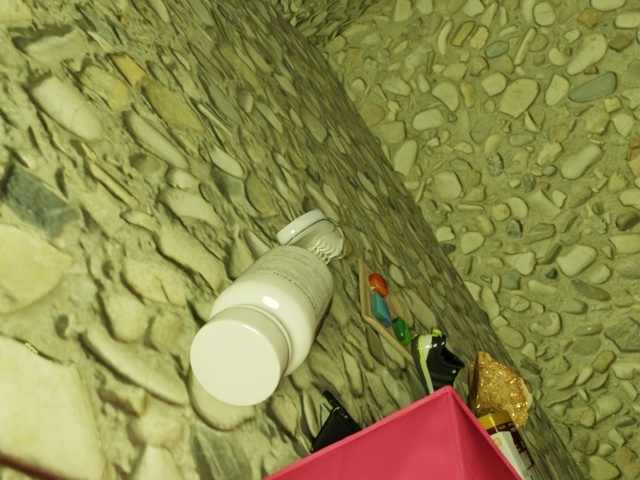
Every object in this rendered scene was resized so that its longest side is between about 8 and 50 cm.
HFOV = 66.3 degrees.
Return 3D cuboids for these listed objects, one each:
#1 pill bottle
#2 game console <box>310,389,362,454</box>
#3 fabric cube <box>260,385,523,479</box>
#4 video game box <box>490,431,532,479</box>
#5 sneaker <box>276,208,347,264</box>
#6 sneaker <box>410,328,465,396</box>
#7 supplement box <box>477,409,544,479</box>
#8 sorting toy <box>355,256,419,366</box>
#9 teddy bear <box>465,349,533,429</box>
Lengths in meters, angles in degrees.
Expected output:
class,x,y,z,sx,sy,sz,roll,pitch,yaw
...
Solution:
class,x,y,z,sx,sy,sz,roll,pitch,yaw
pill bottle,-0.065,0.099,0.617,0.131,0.131,0.229,54,20,-6
game console,0.032,0.299,0.715,0.122,0.071,0.107,53,-10,-13
fabric cube,0.077,0.336,0.398,0.254,0.259,0.258,52,18,-11
video game box,0.220,0.404,0.703,0.048,0.205,0.187,31,31,-48
sneaker,0.000,0.000,0.980,0.091,0.094,0.258,56,18,12
sneaker,0.287,0.313,1.118,0.235,0.097,0.084,65,26,-12
supplement box,0.255,0.409,0.796,0.129,0.191,0.194,25,37,-55
sorting toy,0.194,0.196,1.210,0.307,0.041,0.229,45,22,-28
teddy bear,0.357,0.372,1.015,0.245,0.113,0.338,-66,159,-63
